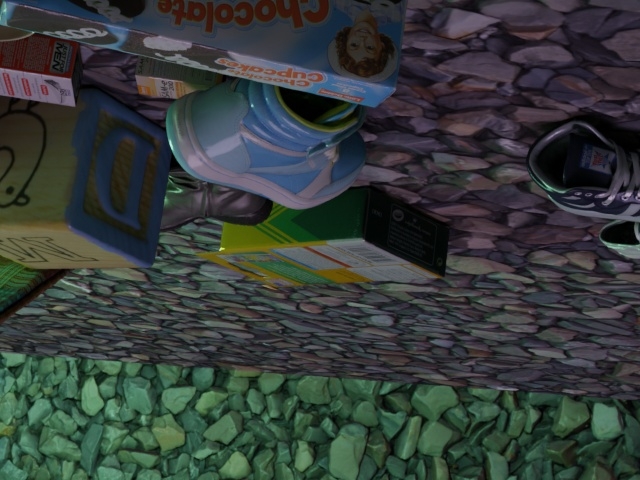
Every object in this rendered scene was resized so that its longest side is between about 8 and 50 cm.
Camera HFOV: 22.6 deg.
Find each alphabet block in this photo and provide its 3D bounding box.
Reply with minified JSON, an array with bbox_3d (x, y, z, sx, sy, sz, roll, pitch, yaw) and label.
[{"bbox_3d":[-0.329,-0.074,2.044,0.197,0.192,0.193,-2,161,28],"label":"alphabet block"}]

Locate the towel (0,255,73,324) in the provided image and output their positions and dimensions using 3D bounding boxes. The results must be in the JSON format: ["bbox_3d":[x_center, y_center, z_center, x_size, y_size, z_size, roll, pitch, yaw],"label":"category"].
[{"bbox_3d":[-0.478,0.012,2.274,0.370,0.271,0.040,10,129,43],"label":"towel"}]

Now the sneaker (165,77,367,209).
[{"bbox_3d":[0.002,-0.127,1.817,0.208,0.127,0.319,-22,166,34],"label":"sneaker"}]

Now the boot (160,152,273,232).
[{"bbox_3d":[-0.195,-0.083,2.197,0.246,0.083,0.161,-2,156,17],"label":"boot"}]

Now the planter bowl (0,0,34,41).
[{"bbox_3d":[-0.329,-0.263,1.473,0.162,0.109,0.162,7,165,2],"label":"planter bowl"}]

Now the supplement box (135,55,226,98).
[{"bbox_3d":[-0.159,-0.186,1.825,0.098,0.036,0.062,8,165,1],"label":"supplement box"}]

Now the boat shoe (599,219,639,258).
[{"bbox_3d":[0.447,-0.013,2.147,0.063,0.066,0.184,14,174,-27],"label":"boat shoe"}]

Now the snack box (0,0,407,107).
[{"bbox_3d":[-0.085,-0.234,1.307,0.322,0.187,0.060,11,165,-14],"label":"snack box"}]

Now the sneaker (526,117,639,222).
[{"bbox_3d":[0.376,-0.076,1.854,0.282,0.099,0.153,3,167,28],"label":"sneaker"}]

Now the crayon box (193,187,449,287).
[{"bbox_3d":[0.000,0.000,2.366,0.323,0.083,0.203,-5,161,38],"label":"crayon box"}]

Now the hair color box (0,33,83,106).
[{"bbox_3d":[-0.360,-0.203,1.833,0.167,0.053,0.093,10,164,-3],"label":"hair color box"}]
